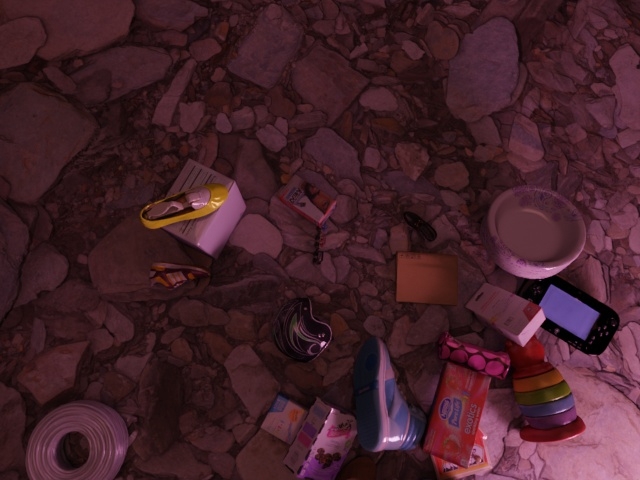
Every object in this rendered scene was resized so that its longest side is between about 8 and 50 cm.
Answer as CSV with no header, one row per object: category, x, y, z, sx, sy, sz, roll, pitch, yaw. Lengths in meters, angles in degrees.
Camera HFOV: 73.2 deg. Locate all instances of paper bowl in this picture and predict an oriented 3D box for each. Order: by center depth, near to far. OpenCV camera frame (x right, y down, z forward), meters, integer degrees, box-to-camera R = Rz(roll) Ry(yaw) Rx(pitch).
paper bowl,0.646,-0.017,1.344,0.284,0.148,0.284,-1,64,2

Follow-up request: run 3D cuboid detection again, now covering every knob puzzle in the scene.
knob puzzle,0.408,0.602,1.285,0.213,0.030,0.213,1,79,-3

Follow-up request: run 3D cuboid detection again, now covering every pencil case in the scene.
pencil case,0.457,0.341,1.291,0.209,0.095,0.098,16,122,6

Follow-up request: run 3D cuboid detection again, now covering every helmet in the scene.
helmet,-0.063,0.257,1.261,0.161,0.169,0.169,42,79,-12

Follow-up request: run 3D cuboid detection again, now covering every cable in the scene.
cable,-0.673,0.579,1.198,0.257,0.089,0.257,22,78,1

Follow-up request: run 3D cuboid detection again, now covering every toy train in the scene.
toy train,0.000,0.000,1.384,0.036,0.027,0.158,7,78,-4

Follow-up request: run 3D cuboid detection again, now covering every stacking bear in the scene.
stacking bear,0.640,0.422,1.276,0.175,0.164,0.289,-16,76,-6

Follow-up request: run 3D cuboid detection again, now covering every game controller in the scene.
game controller,0.774,0.226,1.363,0.319,0.067,0.166,31,79,4

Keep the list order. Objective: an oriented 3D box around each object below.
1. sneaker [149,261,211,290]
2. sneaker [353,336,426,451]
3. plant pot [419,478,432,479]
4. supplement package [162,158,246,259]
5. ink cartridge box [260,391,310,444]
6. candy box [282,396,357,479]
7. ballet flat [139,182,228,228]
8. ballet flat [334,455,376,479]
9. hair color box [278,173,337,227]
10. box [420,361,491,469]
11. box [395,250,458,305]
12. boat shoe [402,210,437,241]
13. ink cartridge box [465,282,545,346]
sneaker,-0.429,0.113,1.322,0.185,0.069,0.084,6,87,4
sneaker,0.211,0.457,1.271,0.208,0.127,0.319,22,55,-26
plant pot,0.356,0.785,1.149,0.247,0.247,0.252,5,65,-2
supplement package,-0.340,-0.079,1.260,0.145,0.262,0.204,27,79,2
ink cartridge box,-0.069,0.535,1.255,0.181,0.061,0.104,29,79,2
candy box,0.012,0.560,1.205,0.165,0.070,0.196,38,76,-40
ballet flat,-0.345,-0.090,1.088,0.230,0.077,0.077,-21,80,-7
ballet flat,0.036,0.752,1.186,0.342,0.124,0.116,-41,82,-10
hair color box,-0.041,-0.127,1.379,0.167,0.053,0.093,34,78,14
box,0.386,0.495,1.241,0.128,0.123,0.257,18,75,16
box,0.340,0.122,1.382,0.201,0.021,0.165,4,79,-3
boat shoe,0.326,-0.050,1.406,0.133,0.042,0.049,44,82,7
ink cartridge box,0.560,0.220,1.320,0.115,0.198,0.067,-45,126,-10
